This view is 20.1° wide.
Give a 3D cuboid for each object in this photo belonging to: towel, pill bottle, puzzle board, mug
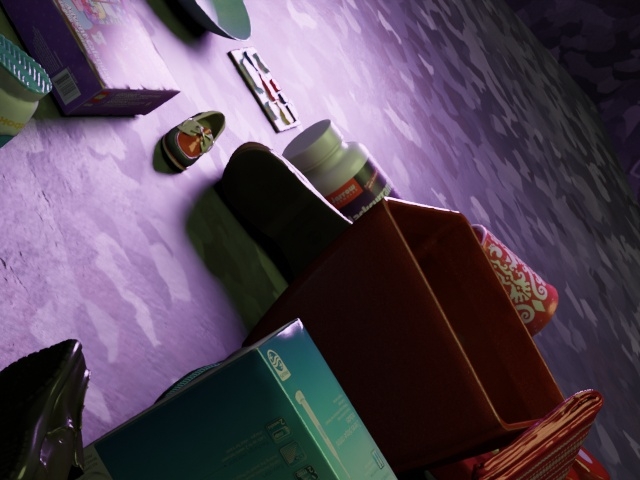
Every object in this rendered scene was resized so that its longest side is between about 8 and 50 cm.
[{"bbox_3d":[0.193,0.282,1.894,0.199,0.274,0.031,-29,60,-36],"label":"towel"},{"bbox_3d":[0.038,-0.060,2.345,0.193,0.108,0.108,51,20,-18],"label":"pill bottle"},{"bbox_3d":[-0.072,-0.207,2.448,0.128,0.011,0.096,58,18,1],"label":"puzzle board"},{"bbox_3d":[0.266,0.071,2.718,0.169,0.113,0.150,44,21,-27],"label":"mug"}]

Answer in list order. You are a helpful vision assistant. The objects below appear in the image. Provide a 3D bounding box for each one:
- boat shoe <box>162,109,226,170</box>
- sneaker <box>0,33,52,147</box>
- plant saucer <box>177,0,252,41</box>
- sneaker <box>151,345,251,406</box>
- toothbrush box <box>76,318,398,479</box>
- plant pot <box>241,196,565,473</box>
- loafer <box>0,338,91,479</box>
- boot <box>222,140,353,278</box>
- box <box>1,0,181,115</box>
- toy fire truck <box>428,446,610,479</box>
[{"bbox_3d":[-0.143,-0.118,2.081,0.049,0.043,0.137,58,20,-8],"label":"boat shoe"},{"bbox_3d":[-0.346,-0.172,1.600,0.229,0.092,0.087,43,16,18],"label":"sneaker"},{"bbox_3d":[-0.162,-0.336,2.382,0.195,0.037,0.195,49,22,-27],"label":"plant saucer"},{"bbox_3d":[-0.039,0.267,1.656,0.140,0.125,0.340,-19,70,-42],"label":"sneaker"},{"bbox_3d":[-0.042,0.249,1.489,0.295,0.216,0.126,58,18,2],"label":"toothbrush box"},{"bbox_3d":[0.079,0.135,1.942,0.267,0.236,0.267,62,19,14],"label":"plant pot"},{"bbox_3d":[-0.223,0.159,1.413,0.078,0.080,0.220,61,21,-25],"label":"loafer"},{"bbox_3d":[0.000,0.000,2.177,0.305,0.112,0.115,52,9,-12],"label":"boot"},{"bbox_3d":[-0.279,-0.272,1.953,0.293,0.057,0.201,60,18,6],"label":"box"},{"bbox_3d":[0.187,0.261,2.171,0.254,0.169,0.302,45,12,23],"label":"toy fire truck"}]
